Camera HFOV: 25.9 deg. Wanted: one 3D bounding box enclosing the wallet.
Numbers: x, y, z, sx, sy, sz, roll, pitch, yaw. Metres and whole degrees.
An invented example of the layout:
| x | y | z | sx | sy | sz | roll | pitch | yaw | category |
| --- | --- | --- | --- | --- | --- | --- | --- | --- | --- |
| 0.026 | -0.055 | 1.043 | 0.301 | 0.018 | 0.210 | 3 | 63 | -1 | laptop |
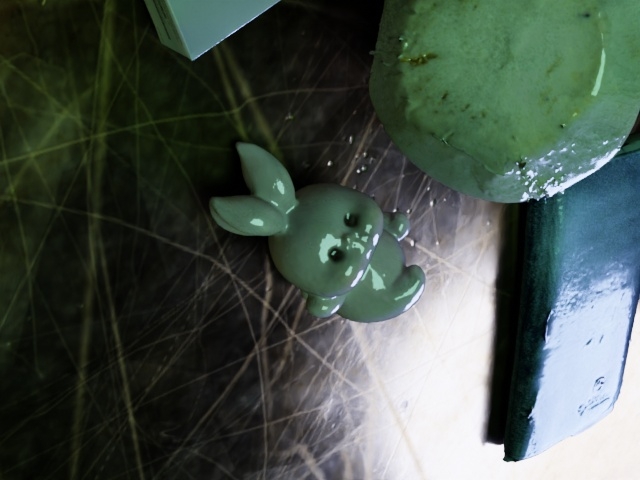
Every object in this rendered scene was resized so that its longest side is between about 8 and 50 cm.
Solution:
| x | y | z | sx | sy | sz | roll | pitch | yaw | category |
| --- | --- | --- | --- | --- | --- | --- | --- | --- | --- |
| 0.290 | 0.064 | 1.534 | 0.190 | 0.046 | 0.379 | -19 | 126 | -31 | wallet |

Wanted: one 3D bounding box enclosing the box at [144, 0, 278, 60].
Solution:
| x | y | z | sx | sy | sz | roll | pitch | yaw | category |
| --- | --- | --- | --- | --- | --- | --- | --- | --- | --- |
| -0.079 | -0.226 | 1.034 | 0.129 | 0.051 | 0.130 | -37 | 134 | -19 | box |

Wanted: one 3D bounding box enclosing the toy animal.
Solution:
| x | y | z | sx | sy | sz | roll | pitch | yaw | category |
| --- | --- | --- | --- | --- | --- | --- | --- | --- | --- |
| 0.002 | -0.001 | 1.193 | 0.124 | 0.124 | 0.212 | -57 | 140 | 0 | toy animal |

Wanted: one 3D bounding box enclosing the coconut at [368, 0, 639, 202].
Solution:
| x | y | z | sx | sy | sz | roll | pitch | yaw | category |
| --- | --- | --- | --- | --- | --- | --- | --- | --- | --- |
| 0.164 | -0.158 | 1.160 | 0.247 | 0.245 | 0.245 | -34 | 144 | -72 | coconut |
